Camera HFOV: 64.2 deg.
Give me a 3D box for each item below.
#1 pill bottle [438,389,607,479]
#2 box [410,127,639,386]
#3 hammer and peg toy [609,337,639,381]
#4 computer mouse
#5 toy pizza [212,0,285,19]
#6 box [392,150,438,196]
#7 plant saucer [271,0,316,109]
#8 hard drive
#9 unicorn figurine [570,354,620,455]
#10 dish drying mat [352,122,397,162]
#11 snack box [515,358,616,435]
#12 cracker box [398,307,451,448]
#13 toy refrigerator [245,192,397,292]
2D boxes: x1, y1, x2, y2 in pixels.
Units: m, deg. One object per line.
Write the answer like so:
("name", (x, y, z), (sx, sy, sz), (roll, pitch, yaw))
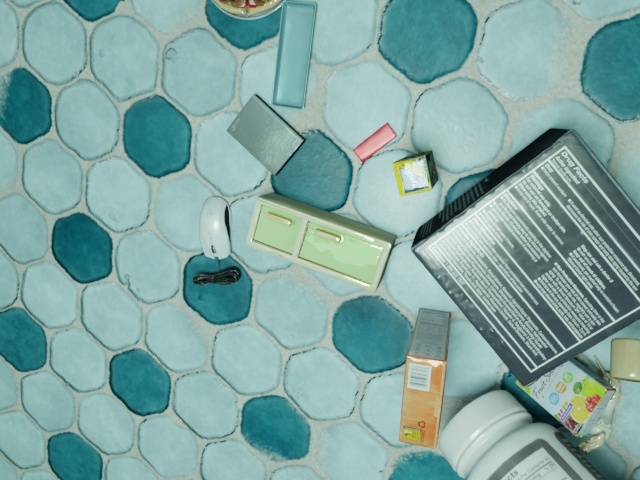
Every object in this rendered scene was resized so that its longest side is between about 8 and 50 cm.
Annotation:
("pill bottle", (0.372, 0.437, 0.833), (0.204, 0.204, 0.361), (-58, 42, 18))
("box", (0.362, 0.021, 0.843), (0.294, 0.183, 0.296), (-39, 91, 20))
("hammer and peg toy", (0.625, 0.169, 0.778), (0.362, 0.266, 0.127), (5, 80, 15))
("computer mouse", (-0.226, 0.005, 1.076), (0.106, 0.042, 0.192), (1, 102, 16))
("toy pizza", (-0.136, -0.519, 0.947), (0.202, 0.032, 0.201), (3, 102, 15))
("box", (0.166, -0.118, 0.875), (0.054, 0.169, 0.059), (-12, 98, 18))
("plant saucer", (-0.050, -0.349, 0.967), (0.067, 0.018, 0.191), (11, 103, 13))
("hard drive", (-0.109, -0.209, 1.010), (0.135, 0.022, 0.094), (43, 109, 4))
("unicorn figurine", (0.499, 0.309, 0.914), (0.060, 0.161, 0.111), (19, 133, 6))
("dish drying mat", (0.103, -0.184, 0.964), (0.083, 0.008, 0.032), (-37, 91, 18))
("snack box", (0.430, 0.259, 0.905), (0.037, 0.141, 0.100), (13, 109, -33))
("cracker box", (0.189, 0.233, 0.908), (0.067, 0.232, 0.155), (6, 103, 15))
("toy refrigerator", (0.000, 0.000, 0.986), (0.270, 0.094, 0.102), (20, 106, 11))
